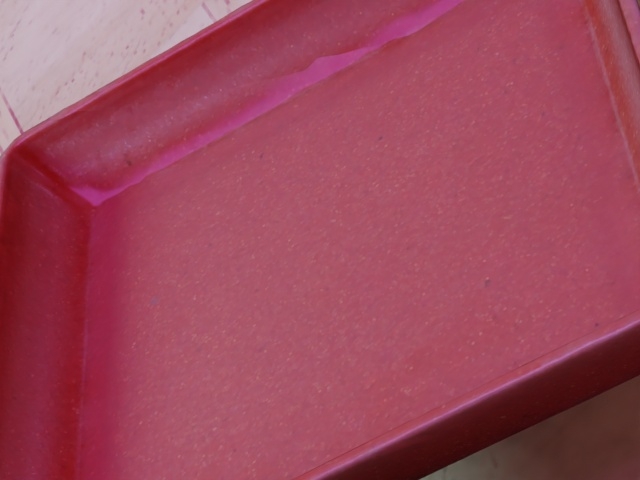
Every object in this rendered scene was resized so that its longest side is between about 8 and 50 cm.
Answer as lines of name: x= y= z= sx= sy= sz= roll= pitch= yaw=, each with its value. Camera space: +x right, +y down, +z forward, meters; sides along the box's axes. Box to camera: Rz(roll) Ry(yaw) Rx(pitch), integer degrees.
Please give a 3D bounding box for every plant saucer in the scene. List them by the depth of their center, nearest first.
plant saucer: x=0.000 y=0.000 z=0.653 sx=0.258 sy=0.048 sz=0.259 roll=-28 pitch=36 yaw=17
